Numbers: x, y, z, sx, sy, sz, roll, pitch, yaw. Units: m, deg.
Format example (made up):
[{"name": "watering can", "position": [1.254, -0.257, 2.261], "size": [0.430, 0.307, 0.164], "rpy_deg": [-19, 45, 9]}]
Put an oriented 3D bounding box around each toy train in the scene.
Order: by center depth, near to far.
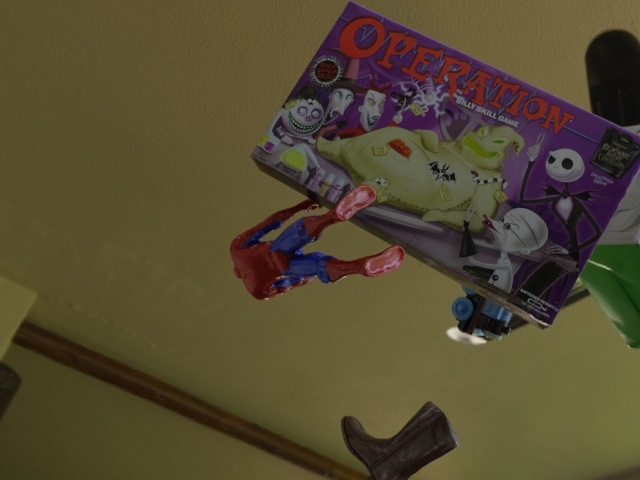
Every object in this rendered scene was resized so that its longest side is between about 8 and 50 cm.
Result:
[{"name": "toy train", "position": [0.306, 0.090, 1.141], "size": [0.105, 0.184, 0.080], "rpy_deg": [26, 7, 37]}]

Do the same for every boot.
[{"name": "boot", "position": [0.082, 0.195, 0.668], "size": [0.037, 0.106, 0.114], "rpy_deg": [19, -61, -46]}]

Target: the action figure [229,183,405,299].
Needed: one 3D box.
[{"name": "action figure", "position": [0.000, 0.000, 0.678], "size": [0.280, 0.139, 0.091], "rpy_deg": [-17, -81, 56]}]

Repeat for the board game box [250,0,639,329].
[{"name": "board game box", "position": [0.124, -0.086, 0.665], "size": [0.346, 0.208, 0.056], "rpy_deg": [30, -10, 15]}]

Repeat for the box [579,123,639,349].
[{"name": "box", "position": [0.493, -0.002, 0.937], "size": [0.262, 0.231, 0.126], "rpy_deg": [45, -26, -28]}]
